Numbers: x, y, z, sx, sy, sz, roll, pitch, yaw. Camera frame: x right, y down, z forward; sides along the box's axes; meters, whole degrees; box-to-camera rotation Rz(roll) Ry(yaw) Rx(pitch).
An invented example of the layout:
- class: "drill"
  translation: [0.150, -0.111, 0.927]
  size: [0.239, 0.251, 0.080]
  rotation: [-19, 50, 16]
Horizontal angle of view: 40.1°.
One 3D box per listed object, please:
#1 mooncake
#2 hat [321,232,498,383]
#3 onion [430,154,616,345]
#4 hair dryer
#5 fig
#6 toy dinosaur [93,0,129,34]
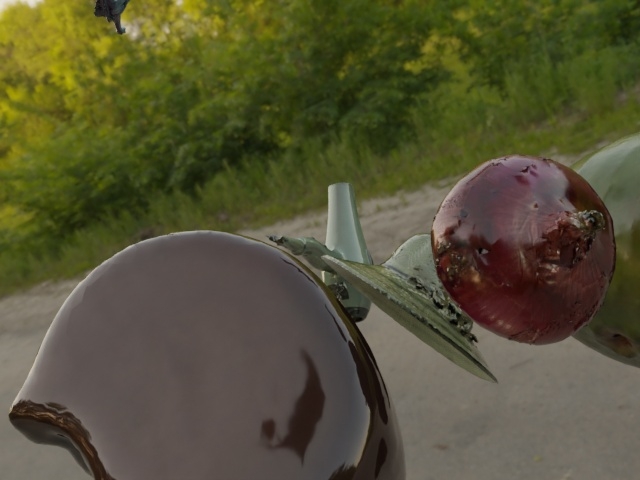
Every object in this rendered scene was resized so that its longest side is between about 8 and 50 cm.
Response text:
- class: "mooncake"
  translation: [-0.089, 0.164, 0.749]
  size: [0.326, 0.174, 0.333]
  rotation: [13, 68, 17]
- class: "hat"
  translation: [0.131, 0.052, 1.021]
  size: [0.110, 0.252, 0.252]
  rotation: [-54, 16, -4]
- class: "onion"
  translation: [0.162, -0.006, 0.637]
  size: [0.150, 0.150, 0.140]
  rotation: [-31, -13, -20]
- class: "hair dryer"
  translation: [0.008, -0.022, 1.361]
  size: [0.092, 0.267, 0.229]
  rotation: [-13, 50, 23]
- class: "fig"
  translation: [0.405, -0.006, 1.018]
  size: [0.316, 0.316, 0.316]
  rotation: [-25, 12, 6]
- class: "toy dinosaur"
  translation: [-0.336, -0.391, 1.419]
  size: [0.197, 0.045, 0.080]
  rotation: [89, -156, -77]
